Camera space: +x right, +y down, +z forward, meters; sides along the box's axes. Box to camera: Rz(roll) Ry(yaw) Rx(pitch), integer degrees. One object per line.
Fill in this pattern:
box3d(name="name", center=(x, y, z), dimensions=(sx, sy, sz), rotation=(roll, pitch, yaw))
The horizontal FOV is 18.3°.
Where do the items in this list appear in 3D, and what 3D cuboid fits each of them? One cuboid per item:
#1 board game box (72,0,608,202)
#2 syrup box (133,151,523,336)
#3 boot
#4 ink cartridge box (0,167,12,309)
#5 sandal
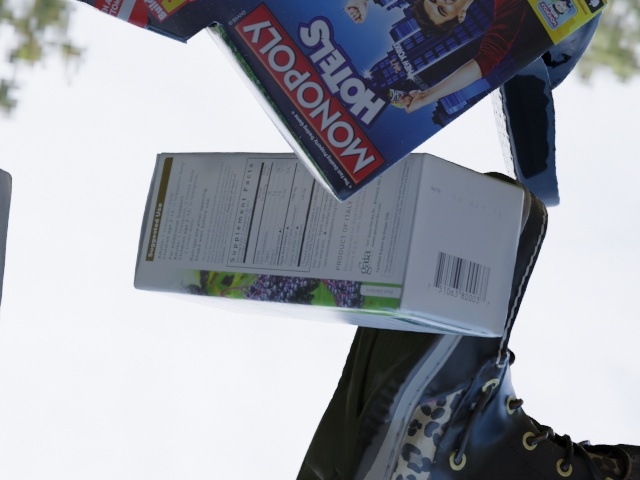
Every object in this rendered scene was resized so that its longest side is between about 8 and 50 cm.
box3d(name="board game box", center=(-0.012, -0.124, 0.842), dimensions=(0.194, 0.194, 0.060), rotation=(-36, -166, -4))
box3d(name="syrup box", center=(0.000, 0.000, 1.209), dimensions=(0.237, 0.096, 0.093), rotation=(2, 169, 45))
box3d(name="boot", center=(0.161, 0.152, 1.648), dimensions=(0.284, 0.377, 0.138), rotation=(21, -172, -24))
box3d(name="ink cartridge box", center=(-0.278, 0.122, 0.820), dimensions=(0.130, 0.309, 0.272), rotation=(27, -132, -35))
box3d(name="sandal", center=(0.189, -0.208, 1.712), dimensions=(0.107, 0.446, 0.167), rotation=(-12, -129, 2))
